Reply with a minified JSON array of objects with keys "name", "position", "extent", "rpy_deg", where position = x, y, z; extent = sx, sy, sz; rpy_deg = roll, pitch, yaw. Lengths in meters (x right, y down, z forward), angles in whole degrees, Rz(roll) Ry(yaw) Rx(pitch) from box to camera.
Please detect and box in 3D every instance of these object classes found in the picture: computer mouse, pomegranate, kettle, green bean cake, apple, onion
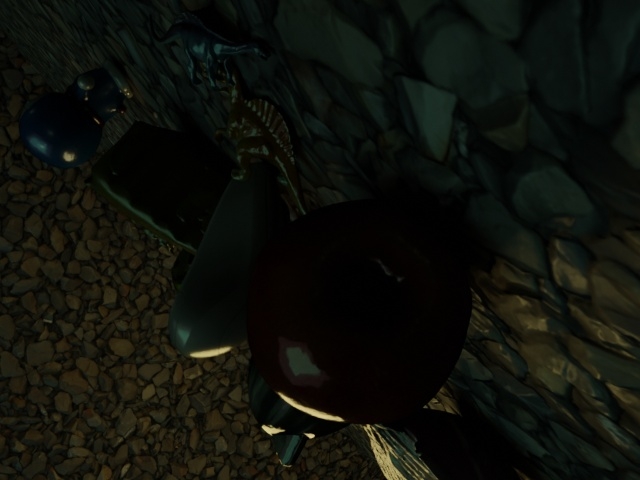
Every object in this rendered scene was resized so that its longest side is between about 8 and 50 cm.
[{"name":"computer mouse","position":[-0.112,0.036,0.753],"extent":[0.121,0.297,0.184],"rpy_deg":[23,161,6]},{"name":"pomegranate","position":[-0.320,0.074,1.494],"extent":[0.204,0.222,0.277],"rpy_deg":[38,-170,-32]},{"name":"kettle","position":[-0.027,0.179,0.770],"extent":[0.251,0.207,0.271],"rpy_deg":[53,133,26]},{"name":"green bean cake","position":[-0.262,-0.082,1.023],"extent":[0.285,0.202,0.310],"rpy_deg":[36,166,-3]},{"name":"apple","position":[0.034,0.069,0.511],"extent":[0.218,0.218,0.201],"rpy_deg":[44,167,13]},{"name":"onion","position":[0.201,0.359,0.882],"extent":[0.349,0.159,0.267],"rpy_deg":[55,153,2]}]

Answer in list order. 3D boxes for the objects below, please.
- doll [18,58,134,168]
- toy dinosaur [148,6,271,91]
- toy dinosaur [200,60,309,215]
[{"name":"doll","position":[-0.518,-0.275,1.101],"extent":[0.161,0.257,0.215],"rpy_deg":[41,169,-2]},{"name":"toy dinosaur","position":[-0.125,-0.211,0.567],"extent":[0.197,0.045,0.080],"rpy_deg":[27,131,32]},{"name":"toy dinosaur","position":[-0.061,-0.125,0.641],"extent":[0.212,0.057,0.142],"rpy_deg":[31,141,15]}]
